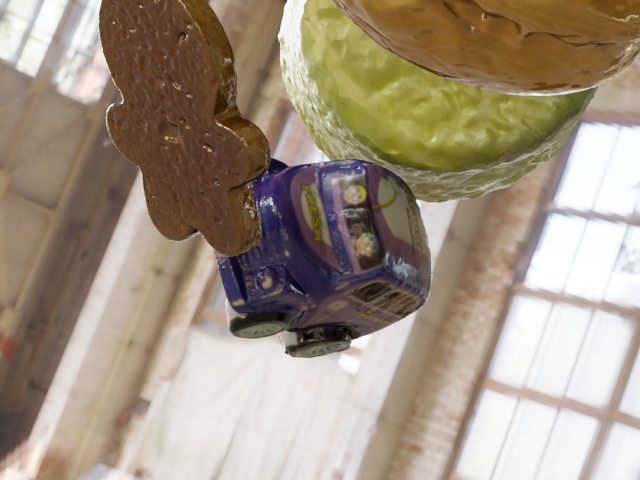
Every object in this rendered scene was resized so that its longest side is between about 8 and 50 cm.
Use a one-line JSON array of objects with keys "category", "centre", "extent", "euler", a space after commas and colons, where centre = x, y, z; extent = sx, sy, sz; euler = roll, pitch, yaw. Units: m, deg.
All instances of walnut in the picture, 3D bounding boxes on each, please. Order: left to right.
[{"category": "walnut", "centre": [0.091, -0.158, 0.742], "extent": [0.206, 0.159, 0.159], "euler": [24, -9, -5]}]

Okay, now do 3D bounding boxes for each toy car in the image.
[{"category": "toy car", "centre": [0.000, 0.000, 1.309], "extent": [0.158, 0.172, 0.235], "euler": [-19, -19, 25]}]

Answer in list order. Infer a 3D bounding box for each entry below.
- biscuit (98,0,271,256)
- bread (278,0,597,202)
[{"category": "biscuit", "centre": [-0.107, -0.100, 1.118], "extent": [0.180, 0.039, 0.236], "euler": [18, -51, 42]}, {"category": "bread", "centre": [0.125, -0.202, 1.436], "extent": [0.348, 0.348, 0.308], "euler": [21, 7, 0]}]
